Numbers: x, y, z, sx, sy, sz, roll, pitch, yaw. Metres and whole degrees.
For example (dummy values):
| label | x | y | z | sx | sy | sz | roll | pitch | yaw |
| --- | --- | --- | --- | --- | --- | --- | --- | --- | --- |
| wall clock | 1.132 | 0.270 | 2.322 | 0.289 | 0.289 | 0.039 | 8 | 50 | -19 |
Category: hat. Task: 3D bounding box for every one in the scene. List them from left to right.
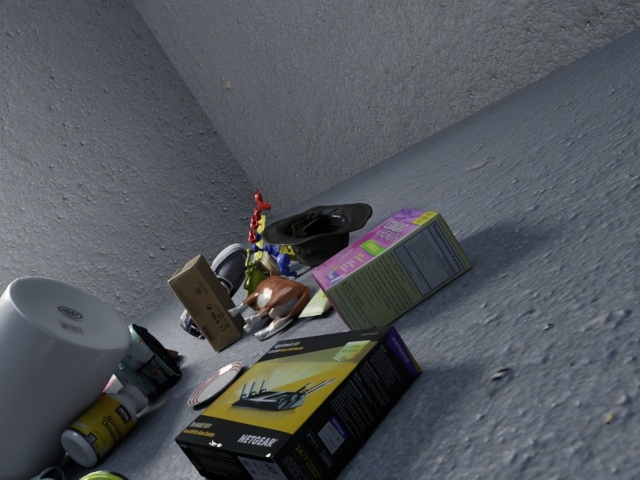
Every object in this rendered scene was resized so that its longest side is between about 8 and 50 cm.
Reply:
| label | x | y | z | sx | sy | sz | roll | pitch | yaw |
| --- | --- | --- | --- | --- | --- | --- | --- | --- | --- |
| hat | 0.000 | 0.000 | 1.654 | 0.331 | 0.134 | 0.331 | -13 | 17 | 4 |

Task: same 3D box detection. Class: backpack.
| label | x | y | z | sx | sy | sz | roll | pitch | yaw |
| --- | --- | --- | --- | --- | --- | --- | --- | --- | --- |
| backpack | -0.482 | 0.321 | 1.538 | 0.144 | 0.188 | 0.166 | -35 | 10 | -13 |

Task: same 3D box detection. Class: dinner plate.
| label | x | y | z | sx | sy | sz | roll | pitch | yaw |
| --- | --- | --- | --- | --- | --- | --- | --- | --- | --- |
| dinner plate | -0.225 | 0.313 | 1.243 | 0.141 | 0.017 | 0.141 | -32 | 9 | 5 |

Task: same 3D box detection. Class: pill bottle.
| label | x | y | z | sx | sy | sz | roll | pitch | yaw |
| --- | --- | --- | --- | --- | --- | --- | --- | --- | --- |
| pill bottle | -0.492 | 0.420 | 1.325 | 0.103 | 0.103 | 0.184 | -26 | 12 | 39 |

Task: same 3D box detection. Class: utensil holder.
| label | x | y | z | sx | sy | sz | roll | pitch | yaw |
| --- | --- | --- | --- | --- | --- | --- | --- | --- | --- |
| utensil holder | -0.678 | 0.324 | 1.359 | 0.386 | 0.327 | 0.327 | -57 | 8 | 5 |

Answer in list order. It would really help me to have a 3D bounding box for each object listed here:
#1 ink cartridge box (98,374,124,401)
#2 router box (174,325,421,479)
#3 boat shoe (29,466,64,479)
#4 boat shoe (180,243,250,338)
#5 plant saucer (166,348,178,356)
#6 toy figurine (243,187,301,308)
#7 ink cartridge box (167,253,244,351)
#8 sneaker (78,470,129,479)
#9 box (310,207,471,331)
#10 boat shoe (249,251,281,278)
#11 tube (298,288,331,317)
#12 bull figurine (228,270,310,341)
| label | x | y | z | sx | sy | sz | roll | pitch | yaw |
| --- | --- | --- | --- | --- | --- | --- | --- | --- | --- |
| ink cartridge box | -0.617 | 0.458 | 1.593 | 0.217 | 0.092 | 0.158 | -33 | 9 | 14 |
| router box | -0.042 | 0.236 | 0.819 | 0.243 | 0.081 | 0.308 | -40 | 11 | -36 |
| boat shoe | -0.572 | 0.517 | 1.170 | 0.081 | 0.079 | 0.227 | -40 | 7 | -13 |
| boat shoe | -0.326 | 0.169 | 1.858 | 0.341 | 0.127 | 0.158 | -59 | 18 | -4 |
| plant saucer | -0.570 | 0.339 | 1.731 | 0.277 | 0.041 | 0.278 | 4 | -16 | 1 |
| toy figurine | -0.108 | 0.026 | 1.781 | 0.217 | 0.363 | 0.191 | 3 | -27 | 0 |
| ink cartridge box | -0.312 | 0.169 | 1.596 | 0.088 | 0.235 | 0.193 | -32 | 9 | -1 |
| sneaker | -0.426 | 0.466 | 0.875 | 0.299 | 0.111 | 0.121 | -34 | 13 | 9 |
| box | 0.122 | 0.054 | 1.091 | 0.242 | 0.117 | 0.213 | -33 | 9 | -3 |
| boat shoe | -0.199 | 0.106 | 2.005 | 0.089 | 0.105 | 0.285 | -41 | 1 | -16 |
| tube | 0.047 | 0.095 | 1.331 | 0.240 | 0.062 | 0.070 | -45 | -27 | -32 |
| bull figurine | -0.124 | 0.156 | 1.464 | 0.188 | 0.101 | 0.310 | -40 | 9 | -17 |
